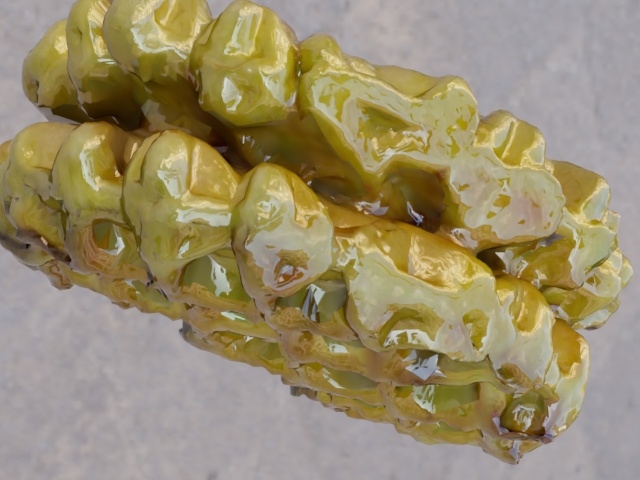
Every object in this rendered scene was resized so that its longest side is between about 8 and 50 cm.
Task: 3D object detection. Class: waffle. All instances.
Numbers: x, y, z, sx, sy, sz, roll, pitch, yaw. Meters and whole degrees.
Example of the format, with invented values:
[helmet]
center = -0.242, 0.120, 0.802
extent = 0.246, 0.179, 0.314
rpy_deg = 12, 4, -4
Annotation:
[waffle]
center = 0.000, 0.000, 0.790
extent = 0.324, 0.261, 0.151
rpy_deg = 25, 82, -33
